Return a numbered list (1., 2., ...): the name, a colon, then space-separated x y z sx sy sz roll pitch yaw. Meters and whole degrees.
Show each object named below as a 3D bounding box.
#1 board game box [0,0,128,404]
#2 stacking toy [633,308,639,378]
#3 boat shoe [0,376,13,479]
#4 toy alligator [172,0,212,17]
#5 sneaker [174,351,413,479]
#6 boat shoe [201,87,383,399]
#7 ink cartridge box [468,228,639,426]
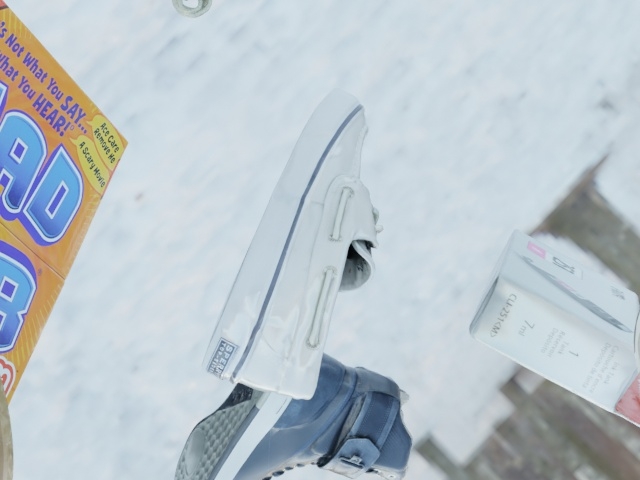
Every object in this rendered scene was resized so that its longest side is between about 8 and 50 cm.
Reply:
1. board game box: -0.486 -0.066 1.709 0.356 0.356 0.356 -68 152 -18
2. stacking toy: 0.301 0.244 0.857 0.350 0.350 0.480 -31 136 -47
3. boat shoe: -0.211 0.133 0.900 0.073 0.073 0.207 -18 134 -29
4. toy alligator: -0.078 -0.197 1.045 0.051 0.056 0.190 104 -9 -54
5. sneaker: -0.018 0.183 1.395 0.226 0.163 0.086 -51 -149 37
6. boat shoe: 0.000 0.000 1.149 0.267 0.088 0.096 -68 -178 -47
7. ink cartridge box: 0.244 0.086 1.341 0.060 0.239 0.275 -63 175 11
